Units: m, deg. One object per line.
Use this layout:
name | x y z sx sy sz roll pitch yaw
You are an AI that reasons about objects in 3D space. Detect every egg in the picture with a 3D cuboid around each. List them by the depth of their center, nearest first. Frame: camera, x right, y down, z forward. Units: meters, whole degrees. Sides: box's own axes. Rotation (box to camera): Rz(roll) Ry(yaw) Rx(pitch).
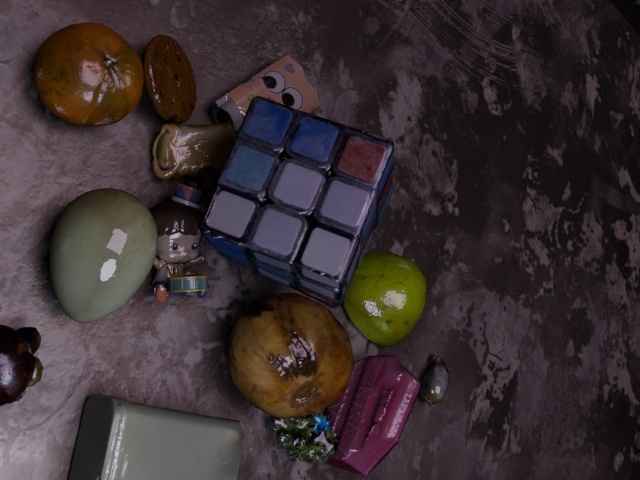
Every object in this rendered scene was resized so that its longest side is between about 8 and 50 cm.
egg | -0.467 0.033 1.609 0.218 0.218 0.295 19 83 -36

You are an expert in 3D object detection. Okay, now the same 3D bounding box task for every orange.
orange | -0.503 -0.364 1.654 0.240 0.171 0.240 4 83 -37

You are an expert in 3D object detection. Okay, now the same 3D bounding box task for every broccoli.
broccoli | -0.043 0.503 1.929 0.154 0.160 0.167 -28 83 0

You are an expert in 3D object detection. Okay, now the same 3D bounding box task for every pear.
pear | 0.182 0.142 2.183 0.239 0.139 0.288 25 68 -25

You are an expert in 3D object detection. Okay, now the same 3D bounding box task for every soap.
soap | 0.126 0.464 2.045 0.127 0.220 0.325 44 60 -37

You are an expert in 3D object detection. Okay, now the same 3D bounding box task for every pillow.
pillow | -0.242 -0.145 1.924 0.203 0.038 0.113 -36 104 -36

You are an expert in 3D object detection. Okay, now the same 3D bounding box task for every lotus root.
lotus root | 0.356 0.431 2.317 0.088 0.088 0.165 38 53 -29

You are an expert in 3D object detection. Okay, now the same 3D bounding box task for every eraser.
eraser | -0.141 -0.355 1.995 0.290 0.087 0.171 -42 101 -34

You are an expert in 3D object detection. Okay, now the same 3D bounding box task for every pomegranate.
pomegranate | -0.078 0.284 1.855 0.322 0.322 0.322 5 82 -38

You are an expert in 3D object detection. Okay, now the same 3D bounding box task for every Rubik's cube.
Rubik's cube | -0.046 -0.082 1.773 0.362 0.359 0.363 20 76 9

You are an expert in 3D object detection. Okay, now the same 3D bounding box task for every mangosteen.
mangosteen | -0.639 0.240 1.496 0.172 0.172 0.184 66 27 -13

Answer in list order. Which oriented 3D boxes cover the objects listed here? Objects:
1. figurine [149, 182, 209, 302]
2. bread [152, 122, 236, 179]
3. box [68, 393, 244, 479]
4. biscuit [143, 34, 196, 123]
figurine | -0.332 0.004 1.758 0.161 0.158 0.276 -6 89 -48
bread | -0.302 -0.220 1.845 0.225 0.081 0.134 -5 96 -26
box | -0.367 0.540 1.664 0.344 0.177 0.352 19 73 -39
biscuit | -0.362 -0.386 1.806 0.212 0.036 0.212 -7 90 -69
